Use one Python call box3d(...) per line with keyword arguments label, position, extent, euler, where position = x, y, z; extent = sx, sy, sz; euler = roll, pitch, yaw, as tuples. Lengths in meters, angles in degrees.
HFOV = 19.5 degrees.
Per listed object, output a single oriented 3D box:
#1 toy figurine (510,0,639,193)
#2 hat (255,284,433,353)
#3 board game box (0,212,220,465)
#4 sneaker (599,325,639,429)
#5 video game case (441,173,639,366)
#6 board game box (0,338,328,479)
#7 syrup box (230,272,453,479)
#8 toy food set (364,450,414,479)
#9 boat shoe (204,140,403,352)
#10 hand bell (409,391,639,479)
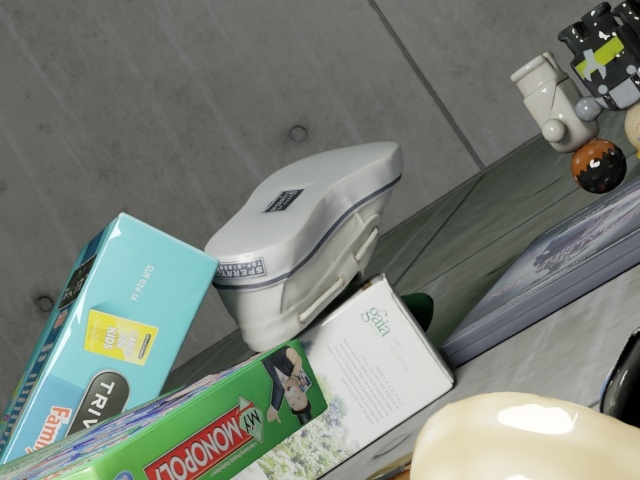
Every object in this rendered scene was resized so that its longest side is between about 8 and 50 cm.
box3d(label="toy figurine", position=(0.290, -0.142, 1.596), extent=(0.209, 0.148, 0.213), euler=(-34, -2, -21))
box3d(label="hat", position=(-0.029, 0.039, 1.528), extent=(0.173, 0.183, 0.208), euler=(-20, -25, -30))
box3d(label="board game box", position=(-0.190, 0.158, 1.302), extent=(0.336, 0.079, 0.254), euler=(-65, 9, -10))
box3d(label="sneaker", position=(0.181, 0.038, 0.793), extent=(0.152, 0.058, 0.084), euler=(-38, -4, 14))
box3d(label="video game case", position=(0.216, 0.000, 1.459), extent=(0.196, 0.026, 0.274), euler=(-33, 2, 28))
box3d(label="board game box", position=(-0.174, 0.152, 0.974), extent=(0.317, 0.046, 0.213), euler=(-25, 3, 28))
box3d(label="syrup box", position=(-0.026, 0.127, 1.356), extent=(0.237, 0.093, 0.096), euler=(-34, 2, -1))
box3d(label="toy food set", position=(0.034, 0.149, 1.076), extent=(0.122, 0.019, 0.078), euler=(-27, 0, -19))
box3d(label="boat shoe", position=(0.000, 0.000, 1.375), extent=(0.096, 0.088, 0.267), euler=(-7, 18, 21))
box3d(label="hand bell", position=(0.012, 0.163, 0.434), extent=(0.242, 0.126, 0.126), euler=(-49, 10, -32))
